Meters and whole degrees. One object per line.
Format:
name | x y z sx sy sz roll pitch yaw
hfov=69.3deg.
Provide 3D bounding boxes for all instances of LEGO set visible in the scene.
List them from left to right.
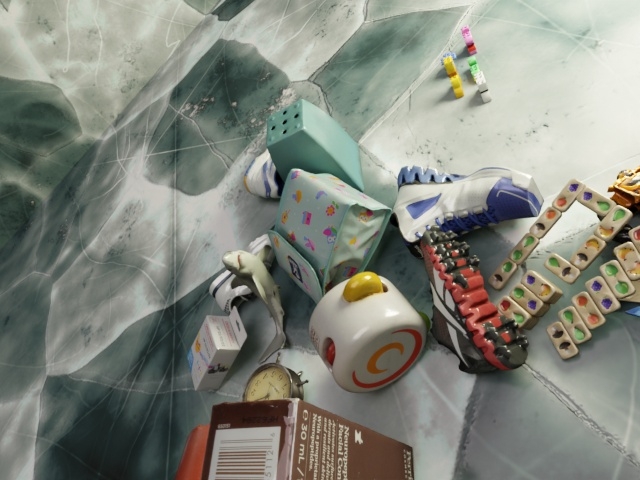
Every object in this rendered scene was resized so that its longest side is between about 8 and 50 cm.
LEGO set | 0.339 -0.430 1.123 0.087 0.093 0.227 -19 52 25

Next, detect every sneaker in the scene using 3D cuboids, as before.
sneaker | -0.172 0.085 1.173 0.235 0.090 0.095 -49 58 4
sneaker | -0.095 -0.247 1.325 0.131 0.112 0.296 20 79 28
sneaker | 0.262 -0.042 0.919 0.315 0.127 0.182 11 72 47
sneaker | 0.235 0.109 0.811 0.135 0.097 0.276 -48 58 44

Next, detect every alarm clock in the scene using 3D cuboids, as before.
alarm clock | -0.109 0.341 0.962 0.192 0.064 0.129 -51 46 -6

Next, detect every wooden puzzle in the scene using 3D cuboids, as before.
wooden puzzle | 0.498 0.067 0.742 0.078 0.014 0.116 9 67 44

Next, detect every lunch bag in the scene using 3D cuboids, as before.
lunch bag | 0.000 0.000 1.032 0.223 0.160 0.262 38 115 42

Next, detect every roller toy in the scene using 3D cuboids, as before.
roller toy | 0.081 0.165 0.848 0.191 0.209 0.146 -47 45 9

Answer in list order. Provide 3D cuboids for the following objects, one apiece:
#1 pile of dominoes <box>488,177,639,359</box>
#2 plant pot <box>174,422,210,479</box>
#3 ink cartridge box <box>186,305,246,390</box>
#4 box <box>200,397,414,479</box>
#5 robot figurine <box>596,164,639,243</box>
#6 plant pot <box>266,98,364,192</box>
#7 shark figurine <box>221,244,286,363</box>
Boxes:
pile of dominoes | 0.400 0.042 0.755 0.251 0.040 0.196 -57 42 18
plant pot | -0.150 0.467 0.775 0.272 0.272 0.265 -28 34 18
ink cartridge box | -0.243 0.247 1.072 0.181 0.061 0.104 -60 41 25
box | 0.006 0.361 0.646 0.143 0.381 0.191 -13 56 26
robot figurine | 0.579 -0.039 0.699 0.211 0.085 0.291 -38 47 2
plant pot | -0.024 -0.216 1.147 0.165 0.234 0.166 -21 52 24
shark figurine | -0.151 0.126 1.060 0.116 0.278 0.166 -15 21 22
